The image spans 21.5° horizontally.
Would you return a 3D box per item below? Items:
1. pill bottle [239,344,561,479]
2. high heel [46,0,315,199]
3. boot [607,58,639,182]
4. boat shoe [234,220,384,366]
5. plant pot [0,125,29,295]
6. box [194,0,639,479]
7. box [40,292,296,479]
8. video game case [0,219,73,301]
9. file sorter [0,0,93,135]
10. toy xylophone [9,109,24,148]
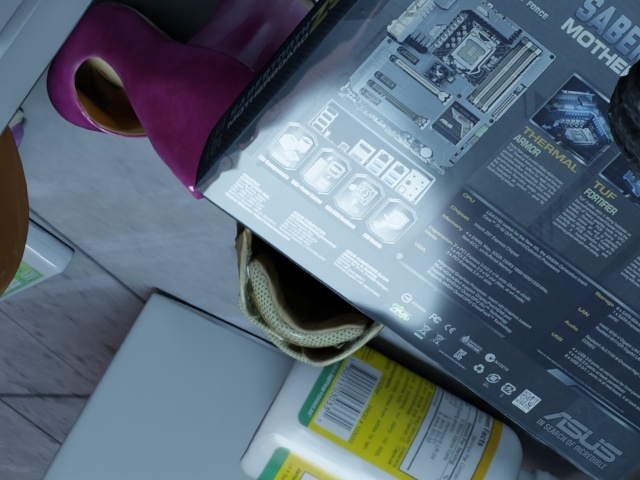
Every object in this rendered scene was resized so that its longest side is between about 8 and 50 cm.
[{"bbox_3d":[0.061,0.154,1.133,0.208,0.117,0.117,29,157,1],"label":"pill bottle"},{"bbox_3d":[-0.097,-0.061,0.879,0.244,0.117,0.082,-2,142,50],"label":"high heel"},{"bbox_3d":[0.277,-0.033,0.493,0.348,0.131,0.260,-33,79,26],"label":"boot"},{"bbox_3d":[0.000,0.000,0.888,0.122,0.120,0.324,29,156,2],"label":"boat shoe"},{"bbox_3d":[-0.296,-0.009,0.904,0.203,0.291,0.291,-27,125,30],"label":"plant pot"},{"bbox_3d":[0.095,-0.028,0.684,0.232,0.059,0.183,35,119,-15],"label":"box"},{"bbox_3d":[-0.129,0.251,1.256,0.168,0.345,0.215,24,156,11],"label":"box"},{"bbox_3d":[-0.309,-0.020,1.322,0.193,0.023,0.212,37,156,-17],"label":"video game case"},{"bbox_3d":[-0.230,-0.166,0.733,0.277,0.193,0.173,34,153,-9],"label":"file sorter"},{"bbox_3d":[-0.339,-0.119,1.077,0.322,0.081,0.236,36,143,-10],"label":"toy xylophone"}]
